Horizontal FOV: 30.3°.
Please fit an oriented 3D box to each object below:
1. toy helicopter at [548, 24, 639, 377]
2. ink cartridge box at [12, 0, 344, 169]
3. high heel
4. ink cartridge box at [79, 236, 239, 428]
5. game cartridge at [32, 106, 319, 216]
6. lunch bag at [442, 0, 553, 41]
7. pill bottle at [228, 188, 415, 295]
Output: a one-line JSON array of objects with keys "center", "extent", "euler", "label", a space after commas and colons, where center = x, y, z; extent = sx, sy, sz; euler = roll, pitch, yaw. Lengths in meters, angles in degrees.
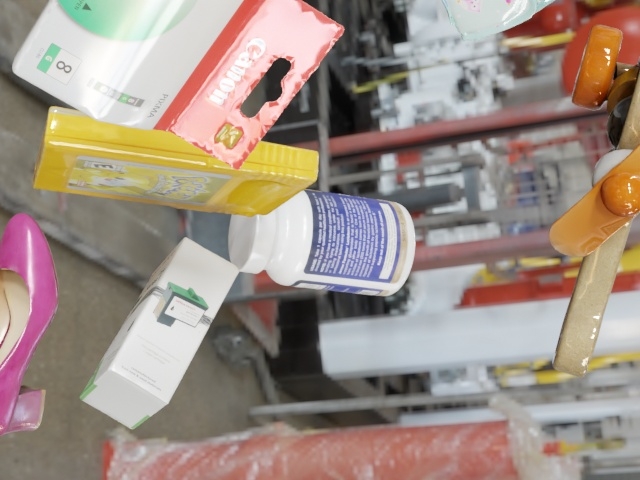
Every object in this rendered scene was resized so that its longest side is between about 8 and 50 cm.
[{"center": [0.285, -0.028, 1.121], "extent": [0.235, 0.140, 0.355], "euler": [-50, 154, -71], "label": "toy helicopter"}, {"center": [-0.120, -0.162, 1.004], "extent": [0.224, 0.181, 0.056], "euler": [30, 30, -18], "label": "ink cartridge box"}, {"center": [-0.534, 0.140, 1.935], "extent": [0.181, 0.127, 0.377], "euler": [4, 82, -55], "label": "high heel"}, {"center": [-0.214, 0.124, 1.578], "extent": [0.092, 0.160, 0.219], "euler": [33, 58, -11], "label": "ink cartridge box"}, {"center": [-0.194, -0.088, 1.497], "extent": [0.285, 0.323, 0.053], "euler": [152, -54, -72], "label": "game cartridge"}, {"center": [0.276, -0.451, 1.763], "extent": [0.223, 0.262, 0.160], "euler": [58, -2, -29], "label": "lunch bag"}, {"center": [0.000, 0.000, 1.828], "extent": [0.153, 0.264, 0.153], "euler": [-173, -90, -65], "label": "pill bottle"}]
